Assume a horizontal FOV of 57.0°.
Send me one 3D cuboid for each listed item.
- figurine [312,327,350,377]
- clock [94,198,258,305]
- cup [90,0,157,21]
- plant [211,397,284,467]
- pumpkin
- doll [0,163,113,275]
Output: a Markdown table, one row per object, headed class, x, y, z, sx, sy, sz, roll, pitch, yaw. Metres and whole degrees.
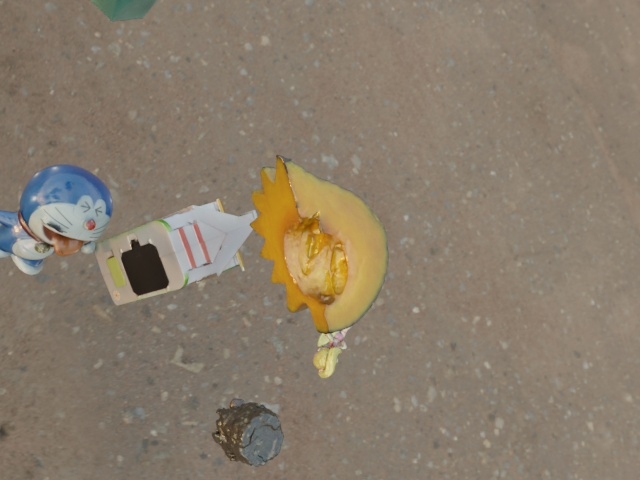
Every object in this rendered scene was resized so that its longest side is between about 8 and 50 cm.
| class | x | y | z | sx | sy | sz | roll | pitch | yaw |
| --- | --- | --- | --- | --- | --- | --- | --- | --- | --- |
| figurine | 0.038 | 0.272 | 1.562 | 0.083 | 0.083 | 0.187 | 35 | 80 | -24 |
| clock | -0.273 | 0.015 | 1.265 | 0.310 | 0.235 | 0.166 | -27 | 99 | -54 |
| cup | -0.261 | -0.422 | 0.841 | 0.134 | 0.236 | 0.148 | -20 | 92 | -40 |
| plant | -0.233 | 0.593 | 1.848 | 0.204 | 0.234 | 0.178 | -24 | 111 | -32 |
| pumpkin | 0.000 | 0.000 | 0.872 | 0.149 | 0.130 | 0.253 | -17 | 89 | -32 |
| doll | -0.522 | -0.035 | 1.126 | 0.215 | 0.257 | 0.161 | 31 | 29 | -45 |
